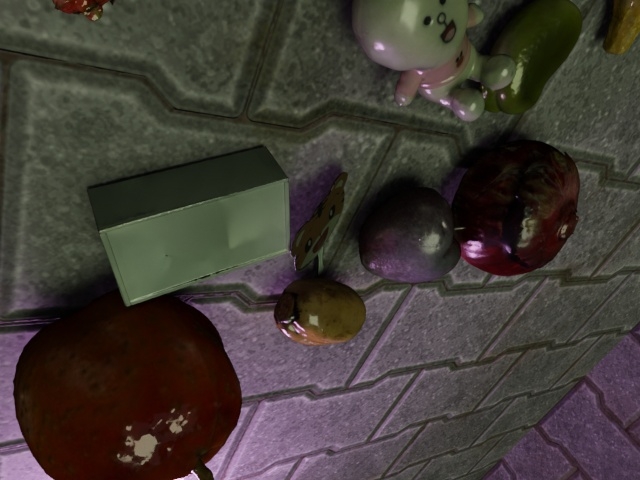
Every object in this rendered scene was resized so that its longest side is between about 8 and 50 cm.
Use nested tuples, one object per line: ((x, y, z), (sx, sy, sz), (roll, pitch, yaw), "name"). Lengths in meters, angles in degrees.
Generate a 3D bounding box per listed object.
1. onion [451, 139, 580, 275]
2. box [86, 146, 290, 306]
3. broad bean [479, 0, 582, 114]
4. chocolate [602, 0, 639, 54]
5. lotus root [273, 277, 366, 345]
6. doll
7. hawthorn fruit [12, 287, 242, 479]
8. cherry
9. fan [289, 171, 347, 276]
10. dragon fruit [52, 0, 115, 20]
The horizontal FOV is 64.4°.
((0.346, -0.053, 0.886), (0.246, 0.190, 0.246), (-19, 123, -32), "onion")
((-0.157, -0.023, 0.647), (0.225, 0.086, 0.129), (-18, 137, -20), "box")
((0.293, -0.264, 0.730), (0.124, 0.082, 0.174), (10, 113, -41), "broad bean")
((0.469, -0.380, 0.737), (0.085, 0.086, 0.219), (-20, 142, -17), "chocolate")
((0.010, 0.127, 0.890), (0.221, 0.125, 0.118), (15, 80, -49), "lotus root")
((0.118, -0.248, 0.602), (0.275, 0.113, 0.155), (29, 101, -40), "doll")
((-0.240, 0.214, 0.688), (0.275, 0.300, 0.275), (-40, 163, -15), "hawthorn fruit")
((0.150, -0.003, 0.841), (0.176, 0.140, 0.176), (-1, 140, -1), "cherry")
((0.000, 0.000, 0.796), (0.152, 0.008, 0.227), (-55, 164, -24), "fan")
((-0.191, -0.244, 0.409), (0.081, 0.086, 0.116), (24, 111, -4), "dragon fruit")
